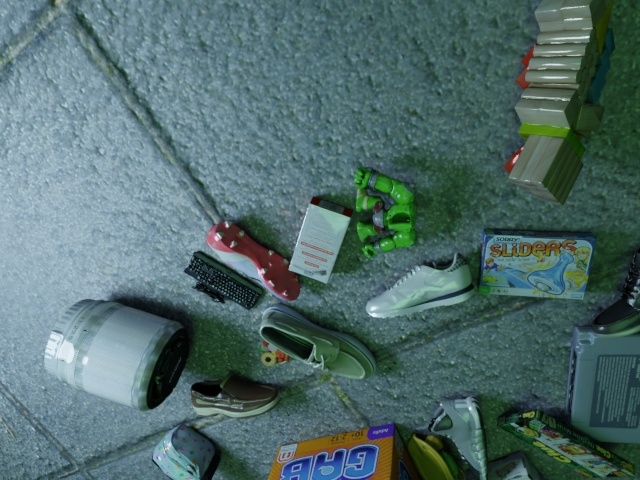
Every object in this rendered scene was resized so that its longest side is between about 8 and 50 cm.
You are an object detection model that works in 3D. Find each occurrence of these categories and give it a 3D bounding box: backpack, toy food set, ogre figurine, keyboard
[{"bbox_3d":[-0.385,0.624,1.286,0.182,0.152,0.115,40,100,-4],"label":"backpack"},{"bbox_3d":[0.310,0.579,1.147,0.128,0.071,0.217,-7,111,55],"label":"toy food set"},{"bbox_3d":[0.133,-0.049,0.887,0.118,0.097,0.196,5,104,23],"label":"ogre figurine"},{"bbox_3d":[-0.116,0.282,1.129,0.084,0.020,0.082,-5,112,15],"label":"toy food set"},{"bbox_3d":[-0.242,0.112,1.072,0.192,0.038,0.100,31,117,-2],"label":"keyboard"}]

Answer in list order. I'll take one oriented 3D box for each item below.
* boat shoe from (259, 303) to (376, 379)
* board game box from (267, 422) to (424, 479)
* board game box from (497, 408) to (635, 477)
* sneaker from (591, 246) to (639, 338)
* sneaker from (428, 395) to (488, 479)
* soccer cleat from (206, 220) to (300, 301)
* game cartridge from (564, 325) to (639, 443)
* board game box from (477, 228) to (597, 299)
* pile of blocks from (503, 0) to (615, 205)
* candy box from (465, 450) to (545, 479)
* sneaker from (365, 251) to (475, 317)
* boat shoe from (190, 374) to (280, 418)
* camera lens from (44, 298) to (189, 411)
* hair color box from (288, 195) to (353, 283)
[{"bbox_3d":[-0.011,0.259,1.055,0.303,0.094,0.109,26,116,0],"label":"boat shoe"},{"bbox_3d":[0.078,0.748,1.111,0.357,0.356,0.356,-20,108,20],"label":"board game box"},{"bbox_3d":[0.562,0.473,1.032,0.260,0.030,0.136,30,148,-2],"label":"board game box"},{"bbox_3d":[0.607,0.091,0.862,0.222,0.083,0.118,-39,95,16],"label":"sneaker"},{"bbox_3d":[0.335,0.483,1.096,0.132,0.086,0.228,-7,102,20],"label":"sneaker"},{"bbox_3d":[-0.151,0.052,1.013,0.248,0.083,0.095,40,145,-12],"label":"soccer cleat"},{"bbox_3d":[0.646,0.312,0.961,0.196,0.060,0.293,-1,114,16],"label":"game cartridge"},{"bbox_3d":[0.428,0.047,0.897,0.202,0.035,0.136,2,114,11],"label":"board game box"},{"bbox_3d":[0.393,-0.246,0.751,0.113,0.149,0.361,27,115,48],"label":"pile of blocks"},{"bbox_3d":[0.495,0.651,1.135,0.165,0.070,0.196,-34,104,24],"label":"candy box"},{"bbox_3d":[0.203,0.100,0.954,0.235,0.090,0.094,-19,96,16],"label":"sneaker"},{"bbox_3d":[-0.234,0.404,1.171,0.258,0.095,0.095,-11,105,17],"label":"boat shoe"},{"bbox_3d":[-0.482,0.276,1.095,0.275,0.219,0.219,16,116,5],"label":"camera lens"},{"bbox_3d":[0.000,0.000,0.960,0.093,0.053,0.167,20,115,2],"label":"hair color box"}]
